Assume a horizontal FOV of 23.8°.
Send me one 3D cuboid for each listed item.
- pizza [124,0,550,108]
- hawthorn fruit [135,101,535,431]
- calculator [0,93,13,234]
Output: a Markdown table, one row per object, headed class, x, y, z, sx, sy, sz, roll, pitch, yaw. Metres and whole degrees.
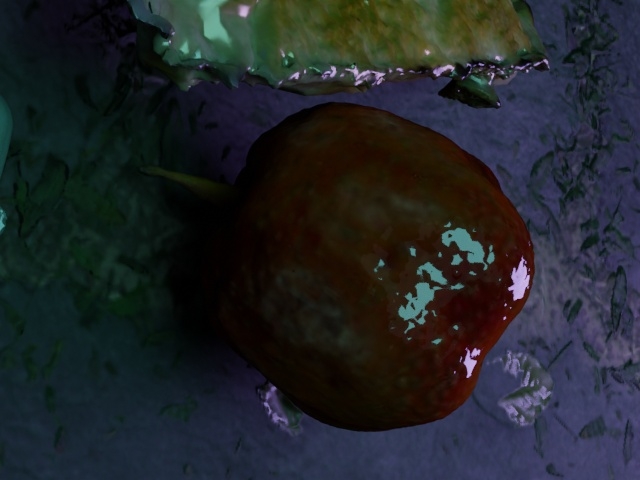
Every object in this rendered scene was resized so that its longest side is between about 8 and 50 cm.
| class | x | y | z | sx | sy | sz | roll | pitch | yaw |
| --- | --- | --- | --- | --- | --- | --- | --- | --- | --- |
| pizza | 0.007 | -0.225 | 0.970 | 0.392 | 0.080 | 0.435 | 26 | 52 | -41 |
| hawthorn fruit | 0.000 | 0.000 | 0.936 | 0.243 | 0.207 | 0.207 | 27 | 66 | -5 |
| calculator | -0.268 | -0.062 | 0.800 | 0.246 | 0.045 | 0.141 | 34 | 65 | -33 |
